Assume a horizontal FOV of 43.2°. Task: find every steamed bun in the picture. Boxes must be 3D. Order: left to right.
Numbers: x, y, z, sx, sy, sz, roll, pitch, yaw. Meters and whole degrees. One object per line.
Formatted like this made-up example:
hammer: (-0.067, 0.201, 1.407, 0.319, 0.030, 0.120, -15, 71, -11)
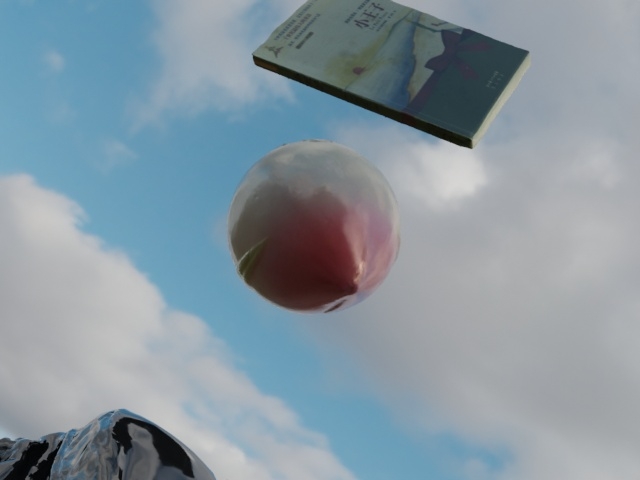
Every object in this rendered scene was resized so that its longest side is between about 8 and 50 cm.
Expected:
steamed bun: (0.000, 0.000, 1.324, 0.309, 0.309, 0.309, 24, -33, 17)

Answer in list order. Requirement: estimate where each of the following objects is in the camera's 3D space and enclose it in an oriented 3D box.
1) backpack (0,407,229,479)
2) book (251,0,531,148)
backpack: (-0.127, 0.334, 0.681, 0.445, 0.255, 0.363, 53, -9, -4)
book: (0.089, -0.219, 0.976, 0.289, 0.201, 0.026, 24, -38, 16)
